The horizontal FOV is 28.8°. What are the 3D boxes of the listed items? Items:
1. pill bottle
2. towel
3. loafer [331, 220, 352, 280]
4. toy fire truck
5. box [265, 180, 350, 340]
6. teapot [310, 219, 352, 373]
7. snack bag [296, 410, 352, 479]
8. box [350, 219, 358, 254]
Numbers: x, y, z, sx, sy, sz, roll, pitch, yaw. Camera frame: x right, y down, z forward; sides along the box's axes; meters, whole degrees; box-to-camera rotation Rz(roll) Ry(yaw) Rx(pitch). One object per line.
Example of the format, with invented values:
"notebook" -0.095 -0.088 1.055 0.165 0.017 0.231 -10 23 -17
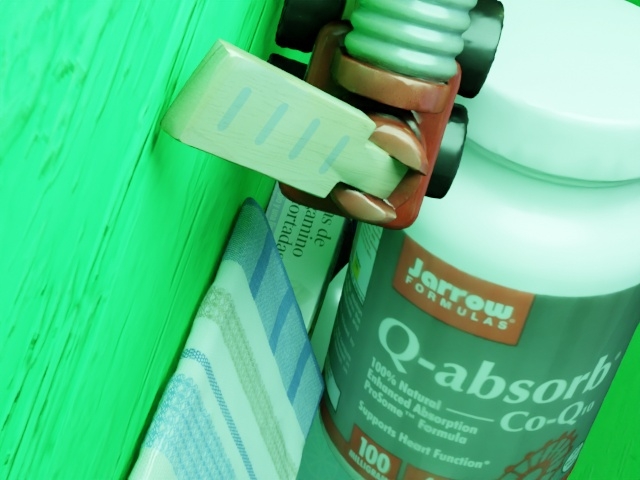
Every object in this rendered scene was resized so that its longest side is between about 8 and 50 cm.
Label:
"pill bottle" 0.126 0.015 0.880 0.210 0.210 0.362 -69 172 -50
"towel" -0.063 0.142 0.787 0.209 0.034 0.285 74 26 -44
"loafer" 0.000 0.000 1.125 0.080 0.078 0.220 69 39 -85
"toy fire truck" 0.024 -0.105 0.589 0.246 0.159 0.217 -98 -156 -73
"box" -0.039 0.069 0.980 0.067 0.063 0.324 91 17 -78
"teapot" 0.041 0.103 1.459 0.252 0.187 0.256 -68 176 -47
"snack bag" 0.010 0.284 1.095 0.037 0.323 0.342 -30 -156 34
"box" 0.058 -0.015 1.086 0.225 0.037 0.136 94 15 -58
